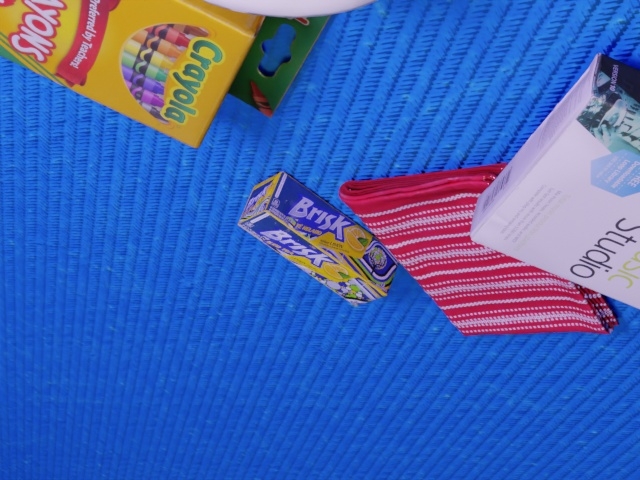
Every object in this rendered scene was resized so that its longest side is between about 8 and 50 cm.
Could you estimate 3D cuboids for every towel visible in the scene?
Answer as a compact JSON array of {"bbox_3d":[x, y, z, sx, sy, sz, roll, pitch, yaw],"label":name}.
[{"bbox_3d":[0.162,0.019,1.350,0.198,0.031,0.275,-5,141,39],"label":"towel"}]

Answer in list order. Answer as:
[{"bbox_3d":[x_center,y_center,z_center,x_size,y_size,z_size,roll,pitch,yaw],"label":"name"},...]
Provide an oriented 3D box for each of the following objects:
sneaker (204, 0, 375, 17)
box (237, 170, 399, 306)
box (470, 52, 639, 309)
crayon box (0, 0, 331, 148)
[{"bbox_3d":[-0.093,-0.289,0.906,0.322,0.130,0.236,20,155,14],"label":"sneaker"},{"bbox_3d":[0.000,0.000,1.396,0.169,0.054,0.059,35,148,-23],"label":"box"},{"bbox_3d":[0.321,-0.015,1.137,0.322,0.058,0.232,21,146,-8],"label":"box"},{"bbox_3d":[-0.167,-0.199,1.153,0.318,0.081,0.202,25,150,-7],"label":"crayon box"}]
